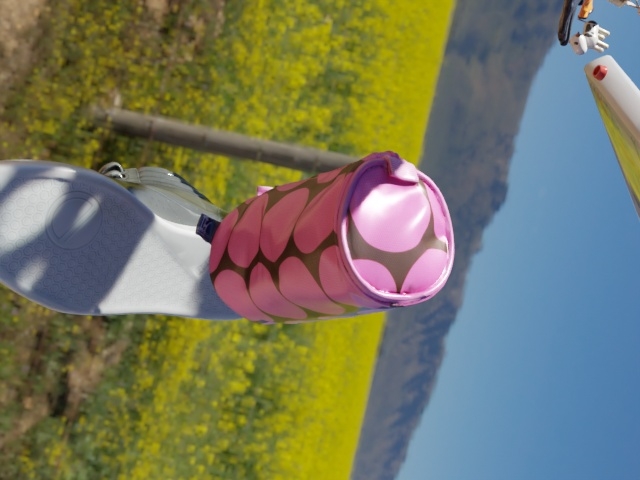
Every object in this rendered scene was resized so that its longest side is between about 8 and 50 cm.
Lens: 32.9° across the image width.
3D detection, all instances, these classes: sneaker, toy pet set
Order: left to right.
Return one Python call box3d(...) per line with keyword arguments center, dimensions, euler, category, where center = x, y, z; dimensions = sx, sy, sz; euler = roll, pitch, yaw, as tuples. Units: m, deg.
box3d(center=(-0.177, -0.013, 0.853), dimensions=(0.296, 0.147, 0.104), euler=(16, 101, -45), category="sneaker")
box3d(center=(0.272, -0.230, 1.005), dimensions=(0.122, 0.065, 0.114), euler=(-40, -146, 54), category="toy pet set")

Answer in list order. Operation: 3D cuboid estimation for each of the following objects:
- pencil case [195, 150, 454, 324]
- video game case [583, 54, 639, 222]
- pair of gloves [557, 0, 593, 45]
box3d(center=(0.000, 0.000, 0.684), dimensions=(0.209, 0.095, 0.098), euler=(-10, -119, 61), category="pencil case")
box3d(center=(0.370, 0.005, 1.087), dimensions=(0.300, 0.036, 0.329), euler=(59, 11, -32), category="video game case")
box3d(center=(0.170, -0.166, 0.685), dimensions=(0.083, 0.010, 0.074), euler=(-46, 153, -47), category="pair of gloves")
